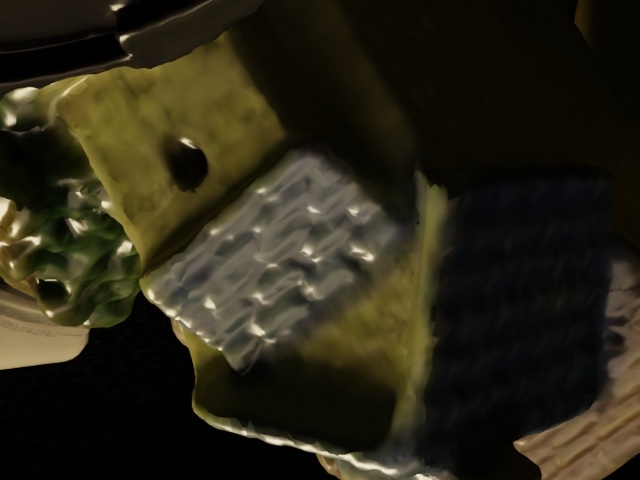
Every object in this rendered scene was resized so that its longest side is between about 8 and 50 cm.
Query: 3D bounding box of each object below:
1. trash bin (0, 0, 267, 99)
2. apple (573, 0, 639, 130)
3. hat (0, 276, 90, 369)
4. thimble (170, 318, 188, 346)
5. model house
[{"bbox_3d":[-0.093,-0.205,0.327,0.252,0.301,0.203,-19,156,32],"label":"trash bin"},{"bbox_3d":[0.299,-0.081,0.828,0.319,0.277,0.319,-8,160,-3],"label":"apple"},{"bbox_3d":[-0.327,0.084,1.259,0.275,0.161,0.232,4,161,-37],"label":"hat"},{"bbox_3d":[-0.004,-0.002,1.144,0.229,0.148,0.196,-7,158,-5],"label":"thimble"},{"bbox_3d":[0.015,0.013,0.692,0.261,0.266,0.321,-42,161,29],"label":"model house"}]
